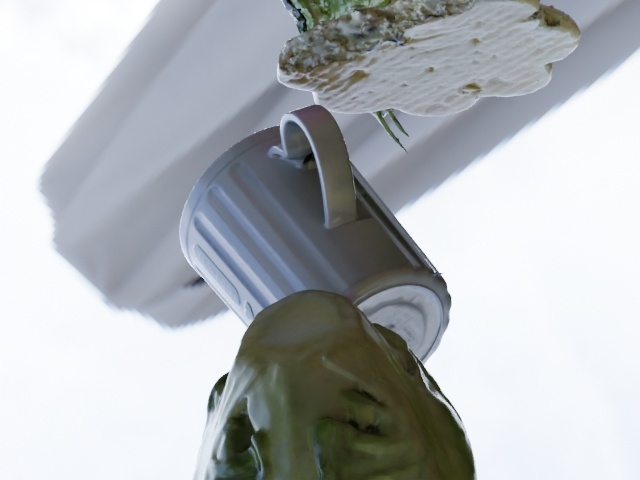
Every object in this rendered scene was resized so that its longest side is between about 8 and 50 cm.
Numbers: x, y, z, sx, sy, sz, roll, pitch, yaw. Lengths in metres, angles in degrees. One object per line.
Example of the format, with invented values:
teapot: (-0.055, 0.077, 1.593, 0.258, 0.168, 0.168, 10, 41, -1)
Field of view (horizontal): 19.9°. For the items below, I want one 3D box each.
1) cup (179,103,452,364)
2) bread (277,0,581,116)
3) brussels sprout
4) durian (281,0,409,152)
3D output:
cup: (-0.011, 0.011, 1.509, 0.202, 0.167, 0.221, 49, 177, 40)
bread: (0.095, -0.155, 1.511, 0.181, 0.250, 0.039, 20, -118, -49)
brussels sprout: (0.007, 0.180, 1.366, 0.210, 0.219, 0.271, -73, -24, -71)
durian: (-0.013, -0.246, 1.641, 0.352, 0.158, 0.169, 55, -135, -50)
